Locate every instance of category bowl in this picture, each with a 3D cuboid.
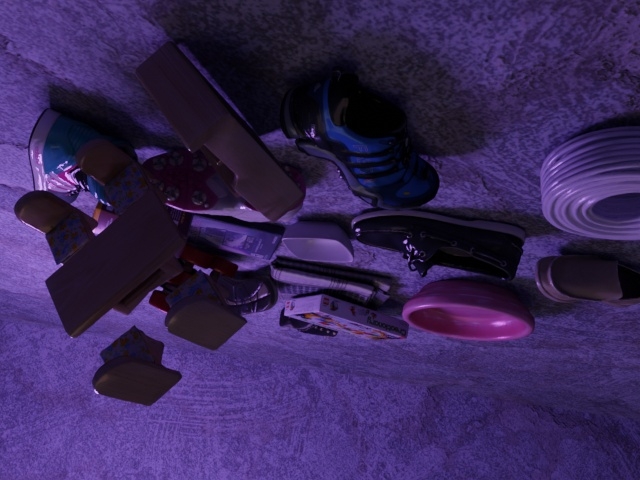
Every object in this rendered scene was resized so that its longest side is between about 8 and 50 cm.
[{"bbox_3d":[0.000,0.000,1.401,0.141,0.053,0.142,2,158,19],"label":"bowl"}]

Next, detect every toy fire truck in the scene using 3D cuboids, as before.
[{"bbox_3d":[-0.377,0.080,1.634,0.253,0.170,0.302,22,175,25],"label":"toy fire truck"}]

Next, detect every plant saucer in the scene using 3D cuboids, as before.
[{"bbox_3d":[0.380,0.180,1.663,0.331,0.084,0.332,8,159,3],"label":"plant saucer"}]

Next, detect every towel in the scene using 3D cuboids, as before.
[{"bbox_3d":[0.021,0.141,1.765,0.324,0.056,0.312,9,160,-1],"label":"towel"}]

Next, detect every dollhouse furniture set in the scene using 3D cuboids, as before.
[{"bbox_3d":[-0.256,-0.037,0.928,0.394,0.362,0.256,-40,149,3],"label":"dollhouse furniture set"}]

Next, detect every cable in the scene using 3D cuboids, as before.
[{"bbox_3d":[0.454,-0.074,0.941,0.256,0.089,0.257,9,160,1],"label":"cable"}]

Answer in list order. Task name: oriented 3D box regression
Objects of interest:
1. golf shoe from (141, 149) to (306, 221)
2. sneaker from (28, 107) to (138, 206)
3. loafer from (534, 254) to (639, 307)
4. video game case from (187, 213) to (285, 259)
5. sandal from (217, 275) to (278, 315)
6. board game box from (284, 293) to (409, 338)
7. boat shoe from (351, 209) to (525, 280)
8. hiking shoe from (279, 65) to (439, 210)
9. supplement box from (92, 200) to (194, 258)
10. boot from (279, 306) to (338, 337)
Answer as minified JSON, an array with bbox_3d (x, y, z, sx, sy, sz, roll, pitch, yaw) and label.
[{"bbox_3d":[-0.178,-0.083,1.183,0.306,0.115,0.140,10,163,3],"label":"golf shoe"},{"bbox_3d":[-0.421,-0.119,1.191,0.178,0.124,0.295,23,157,-8],"label":"sneaker"},{"bbox_3d":[0.554,0.075,1.297,0.268,0.102,0.092,7,160,-20],"label":"loafer"},{"bbox_3d":[-0.233,-0.020,1.496,0.274,0.026,0.196,12,159,-10],"label":"video game case"},{"bbox_3d":[-0.200,0.151,1.813,0.086,0.120,0.302,-18,-171,-39],"label":"sandal"},{"bbox_3d":[0.074,0.223,1.837,0.305,0.053,0.193,20,161,-28],"label":"board game box"},{"bbox_3d":[0.223,0.020,1.263,0.339,0.113,0.127,8,160,5],"label":"boat shoe"},{"bbox_3d":[0.086,-0.130,0.927,0.304,0.113,0.132,25,155,-36],"label":"hiking shoe"},{"bbox_3d":[-0.363,-0.049,1.326,0.188,0.104,0.081,19,136,-17],"label":"supplement box"},{"bbox_3d":[-0.011,0.256,2.048,0.178,0.085,0.236,17,165,-24],"label":"boot"}]
